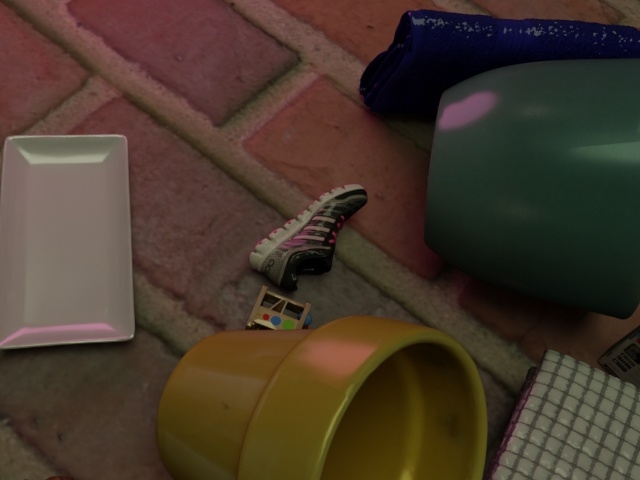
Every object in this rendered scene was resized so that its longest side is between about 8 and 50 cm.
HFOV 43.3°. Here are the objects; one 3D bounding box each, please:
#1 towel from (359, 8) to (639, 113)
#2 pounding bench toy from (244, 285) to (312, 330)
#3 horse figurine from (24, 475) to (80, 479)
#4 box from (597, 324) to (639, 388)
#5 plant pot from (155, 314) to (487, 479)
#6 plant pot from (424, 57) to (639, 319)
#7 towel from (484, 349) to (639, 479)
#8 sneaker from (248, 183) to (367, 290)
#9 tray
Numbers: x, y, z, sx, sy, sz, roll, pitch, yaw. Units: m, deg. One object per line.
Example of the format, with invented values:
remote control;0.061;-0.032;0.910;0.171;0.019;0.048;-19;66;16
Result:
towel;0.222;-0.210;1.027;0.308;0.227;0.076;0;81;-12
pounding bench toy;-0.051;0.106;0.895;0.065;0.052;0.083;22;60;1
horse figurine;-0.148;0.311;0.760;0.263;0.066;0.174;0;68;-8
box;0.425;0.184;0.910;0.036;0.114;0.207;-36;74;-25
plant pot;-0.014;0.184;0.734;0.239;0.254;0.254;8;51;40
plant pot;0.245;-0.072;0.925;0.235;0.293;0.293;8;60;11
towel;0.278;0.281;0.817;0.235;0.121;0.283;27;59;11
sneaker;0.000;0.000;0.958;0.170;0.063;0.075;-37;74;-20
tray;-0.289;-0.003;0.921;0.145;0.030;0.270;-3;63;-11
